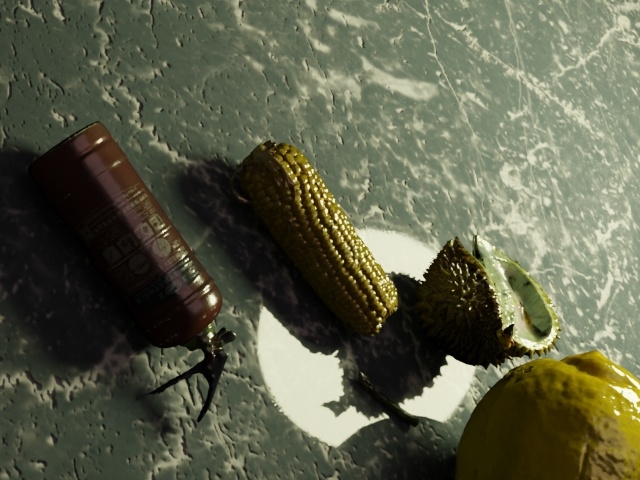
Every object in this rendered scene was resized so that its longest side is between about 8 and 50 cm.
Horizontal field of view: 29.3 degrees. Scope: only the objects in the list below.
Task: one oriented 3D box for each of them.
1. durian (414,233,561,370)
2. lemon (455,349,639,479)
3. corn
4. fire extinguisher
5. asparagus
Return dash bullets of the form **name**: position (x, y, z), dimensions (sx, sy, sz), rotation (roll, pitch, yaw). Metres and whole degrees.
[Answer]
- **durian**: position (0.219, 0.109, 1.675), dimensions (0.193, 0.138, 0.237), rotation (34, 21, -10)
- **lemon**: position (0.314, 0.296, 1.579), dimensions (0.297, 0.297, 0.297), rotation (22, 55, -34)
- **corn**: position (0.000, 0.000, 1.577), dimensions (0.293, 0.106, 0.106), rotation (53, 43, -7)
- **fire extinguisher**: position (-0.204, 0.043, 1.372), dimensions (0.138, 0.102, 0.344), rotation (-35, 96, -15)
- **asparagus**: position (0.087, 0.210, 1.609), dimensions (0.114, 0.014, 0.015), rotation (40, 68, -22)
